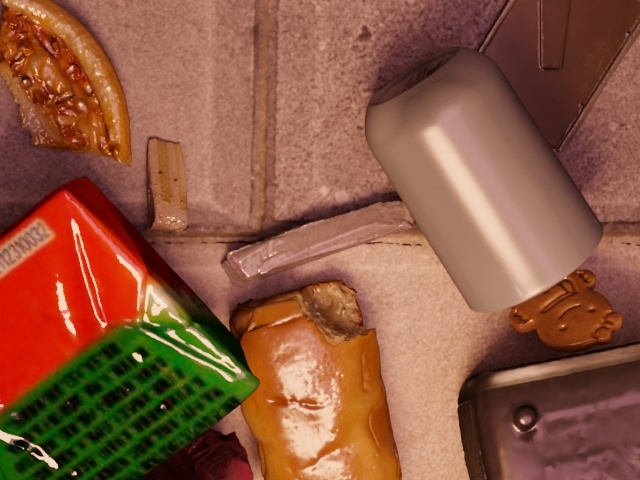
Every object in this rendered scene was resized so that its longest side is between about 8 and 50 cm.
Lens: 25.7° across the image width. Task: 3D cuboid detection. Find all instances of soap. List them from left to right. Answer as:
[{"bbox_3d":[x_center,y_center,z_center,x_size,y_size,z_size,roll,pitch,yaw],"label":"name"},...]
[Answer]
[{"bbox_3d":[-0.163,0.349,1.743,0.220,0.325,0.127,-33,100,-9],"label":"soap"}]

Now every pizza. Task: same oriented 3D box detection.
[{"bbox_3d":[-0.326,-0.201,1.759,0.134,0.056,0.271,-26,103,-17],"label":"pizza"}]

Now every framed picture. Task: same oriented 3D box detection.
[{"bbox_3d":[0.322,-0.265,1.915,0.189,0.023,0.260,31,90,-16],"label":"framed picture"}]

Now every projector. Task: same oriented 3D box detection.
[{"bbox_3d":[0.410,0.344,1.846,0.395,0.242,0.405,-11,81,-4],"label":"projector"}]

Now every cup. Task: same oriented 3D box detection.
[{"bbox_3d":[0.203,-0.085,1.826,0.205,0.205,0.312,-35,102,-6],"label":"cup"}]

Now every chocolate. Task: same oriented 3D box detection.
[{"bbox_3d":[-0.309,0.136,1.716,0.360,0.161,0.341,-37,105,14],"label":"chocolate"}]

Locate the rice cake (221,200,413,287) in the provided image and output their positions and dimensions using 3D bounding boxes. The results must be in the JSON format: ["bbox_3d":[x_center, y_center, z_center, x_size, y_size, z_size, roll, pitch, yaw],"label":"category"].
[{"bbox_3d":[0.000,0.000,1.869,0.270,0.049,0.055,-20,80,-10],"label":"rice cake"}]

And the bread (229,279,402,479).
[{"bbox_3d":[-0.003,0.228,1.850,0.195,0.149,0.343,-16,101,-11],"label":"bread"}]

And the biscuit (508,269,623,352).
[{"bbox_3d":[0.319,0.089,1.894,0.133,0.184,0.027,-22,128,1],"label":"biscuit"}]

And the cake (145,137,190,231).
[{"bbox_3d":[-0.197,-0.072,1.810,0.052,0.065,0.121,0,92,-16],"label":"cake"}]
